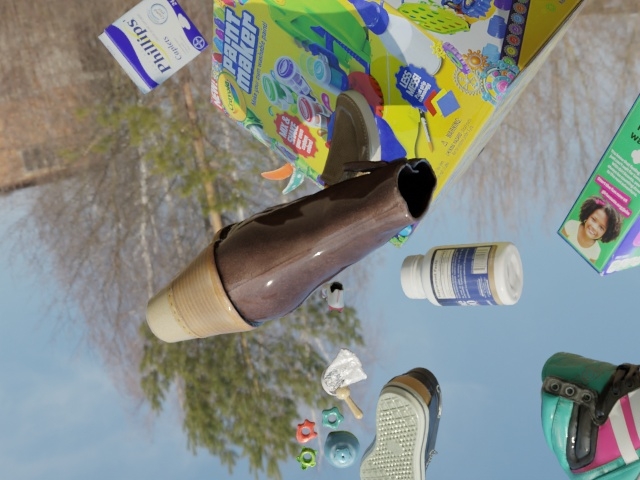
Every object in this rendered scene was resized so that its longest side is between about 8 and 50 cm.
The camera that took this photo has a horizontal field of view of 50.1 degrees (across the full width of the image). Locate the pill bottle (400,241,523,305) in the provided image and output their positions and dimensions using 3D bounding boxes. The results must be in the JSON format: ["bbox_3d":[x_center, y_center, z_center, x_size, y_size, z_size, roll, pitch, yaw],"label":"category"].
[{"bbox_3d":[0.151,0.038,0.739,0.120,0.067,0.067,-5,-164,35],"label":"pill bottle"}]

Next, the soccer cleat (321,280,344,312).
[{"bbox_3d":[0.019,0.067,0.903,0.029,0.036,0.083,8,-165,-7],"label":"soccer cleat"}]

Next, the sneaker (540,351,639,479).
[{"bbox_3d":[0.339,0.154,0.741,0.123,0.296,0.178,7,-159,-40],"label":"sneaker"}]

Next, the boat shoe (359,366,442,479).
[{"bbox_3d":[0.217,0.525,1.770,0.186,0.501,0.156,25,-139,27],"label":"boat shoe"}]

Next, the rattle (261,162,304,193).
[{"bbox_3d":[0.008,-0.134,1.102,0.199,0.130,0.143,-31,-138,-6],"label":"rattle"}]

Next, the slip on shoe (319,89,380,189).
[{"bbox_3d":[0.020,-0.057,0.579,0.041,0.136,0.051,-14,-154,-27],"label":"slip on shoe"}]

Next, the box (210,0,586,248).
[{"bbox_3d":[0.055,-0.190,0.667,0.177,0.279,0.290,-47,170,-25],"label":"box"}]

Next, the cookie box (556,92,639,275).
[{"bbox_3d":[0.193,-0.039,0.370,0.091,0.107,0.040,-11,-135,-30],"label":"cookie box"}]

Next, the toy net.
[{"bbox_3d":[0.021,0.308,1.259,0.122,0.233,0.045,5,-175,0],"label":"toy net"}]

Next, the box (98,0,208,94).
[{"bbox_3d":[-0.291,-0.348,1.194,0.137,0.126,0.072,-44,-157,-15],"label":"box"}]

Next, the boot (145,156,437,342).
[{"bbox_3d":[0.000,0.000,0.534,0.206,0.090,0.248,-26,-176,18],"label":"boot"}]
